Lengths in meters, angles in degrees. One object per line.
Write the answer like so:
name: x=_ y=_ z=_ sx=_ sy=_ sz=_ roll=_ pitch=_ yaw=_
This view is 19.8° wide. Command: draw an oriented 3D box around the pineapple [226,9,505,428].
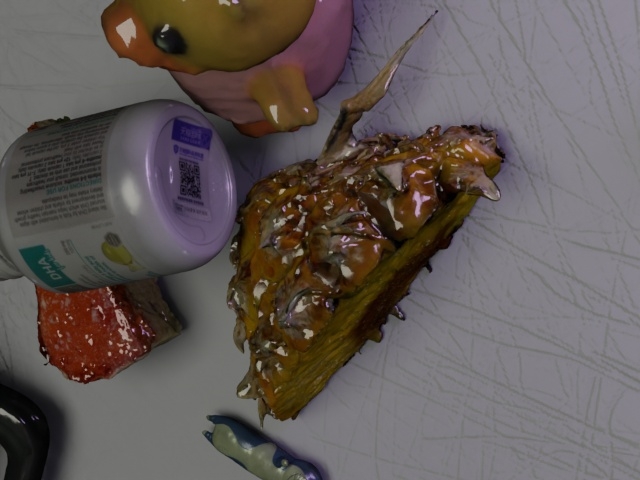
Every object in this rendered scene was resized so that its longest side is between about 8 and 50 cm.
pineapple: x=-0.004 y=-0.004 z=1.410 sx=0.334 sy=0.161 sz=0.158 roll=-46 pitch=72 yaw=31

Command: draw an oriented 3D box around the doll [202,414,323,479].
doll: x=-0.049 y=0.183 z=1.542 sx=0.125 sy=0.027 sz=0.037 roll=27 pitch=118 yaw=25

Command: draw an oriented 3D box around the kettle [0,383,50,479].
kettle: x=-0.419 y=0.242 z=1.671 sx=0.262 sy=0.203 sz=0.308 roll=32 pitch=109 yaw=33

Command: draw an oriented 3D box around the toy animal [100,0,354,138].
toy animal: x=-0.063 y=-0.178 z=1.361 sx=0.169 sy=0.281 sz=0.195 roll=-38 pitch=74 yaw=8

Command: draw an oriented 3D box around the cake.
cake: x=-0.213 y=0.016 z=1.579 sx=0.117 sy=0.086 sz=0.220 roll=-33 pitch=81 yaw=28

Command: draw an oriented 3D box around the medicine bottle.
medicine bottle: x=-0.186 y=-0.028 z=1.440 sx=0.215 sy=0.135 sz=0.135 roll=-11 pitch=92 yaw=30
